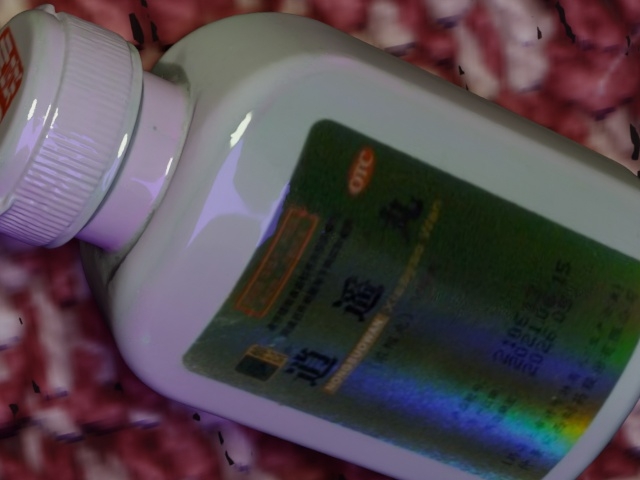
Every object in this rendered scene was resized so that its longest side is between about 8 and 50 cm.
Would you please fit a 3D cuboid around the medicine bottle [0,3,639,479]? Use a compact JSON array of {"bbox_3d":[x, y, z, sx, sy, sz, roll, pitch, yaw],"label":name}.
[{"bbox_3d":[0.000,0.000,0.557,0.219,0.078,0.115,22,107,-27],"label":"medicine bottle"}]
